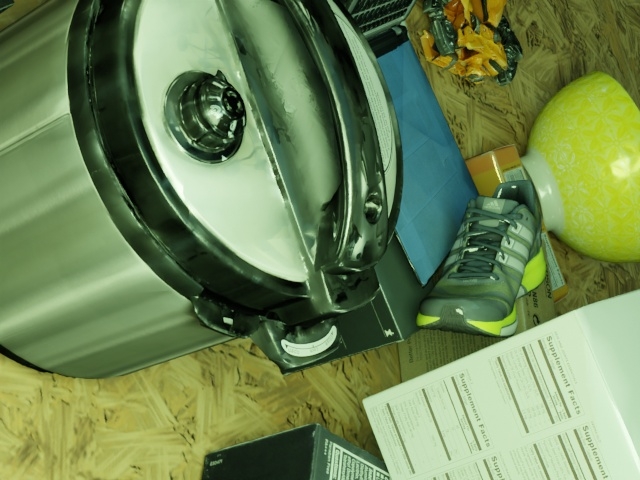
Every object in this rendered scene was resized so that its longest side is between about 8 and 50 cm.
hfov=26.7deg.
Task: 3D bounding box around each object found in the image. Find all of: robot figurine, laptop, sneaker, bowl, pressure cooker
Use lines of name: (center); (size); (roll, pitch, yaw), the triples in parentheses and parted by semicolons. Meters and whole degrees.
robot figurine: (0.207, -0.358, 1.975); (0.211, 0.085, 0.291); (19, 61, -42)
laptop: (0.160, -0.219, 1.536); (0.236, 0.408, 0.382); (33, 21, 6)
sneaker: (0.176, 0.018, 1.469); (0.300, 0.111, 0.121); (-46, 138, -64)
bowl: (0.373, -0.087, 1.966); (0.156, 0.289, 0.289); (-19, 88, -8)
pressure cooker: (-0.126, -0.075, 1.234); (0.370, 0.420, 0.375); (40, 48, -29)

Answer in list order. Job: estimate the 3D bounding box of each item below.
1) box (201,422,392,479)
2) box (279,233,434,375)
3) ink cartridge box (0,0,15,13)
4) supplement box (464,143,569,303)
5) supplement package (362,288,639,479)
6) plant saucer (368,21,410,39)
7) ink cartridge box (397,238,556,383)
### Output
box: (0.018, 0.390, 1.381); (0.294, 0.183, 0.296); (33, 51, -34)
box: (0.000, 0.000, 1.523); (0.103, 0.184, 0.261); (-25, 94, -49)
ink cartridge box: (-0.397, -0.230, 1.286); (0.207, 0.046, 0.097); (-41, 104, -48)
supplement box: (0.268, -0.013, 1.906); (0.080, 0.078, 0.233); (-16, 88, -53)
supplement package: (0.226, 0.193, 1.369); (0.199, 0.263, 0.198); (-8, 74, -55)
plant saucer: (-0.022, -0.299, 1.648); (0.400, 0.100, 0.400); (43, 34, -39)
ink cartridge box: (0.195, 0.123, 1.678); (0.088, 0.193, 0.234); (16, 64, -49)
